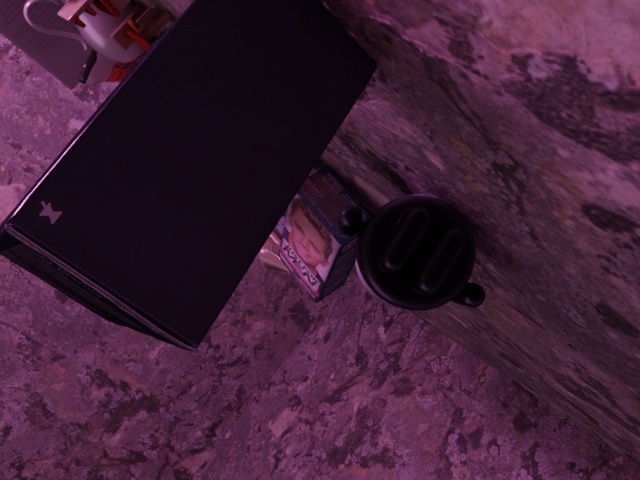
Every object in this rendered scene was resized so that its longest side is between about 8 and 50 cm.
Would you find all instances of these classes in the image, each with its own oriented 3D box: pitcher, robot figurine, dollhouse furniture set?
[{"bbox_3d":[-0.472,-0.450,1.163,0.207,0.177,0.126,44,-170,-49],"label":"pitcher"},{"bbox_3d":[0.139,0.026,0.891,0.278,0.173,0.209,97,154,-85],"label":"robot figurine"},{"bbox_3d":[-0.328,-0.368,1.050,0.262,0.135,0.259,36,175,43],"label":"dollhouse furniture set"}]

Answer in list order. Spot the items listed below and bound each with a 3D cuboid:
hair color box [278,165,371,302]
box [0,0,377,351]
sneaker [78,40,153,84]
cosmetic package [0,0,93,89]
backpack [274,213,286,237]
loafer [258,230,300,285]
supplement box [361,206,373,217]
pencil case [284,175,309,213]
[{"bbox_3d":[0.000,0.000,1.343,0.174,0.105,0.347,50,156,16],"label":"hair color box"},{"bbox_3d":[-0.161,-0.086,0.613,0.179,0.343,0.312,40,159,-24],"label":"box"},{"bbox_3d":[-0.442,-0.406,1.333,0.145,0.090,0.270,36,-145,-16],"label":"sneaker"},{"bbox_3d":[-0.724,-0.606,1.377,0.161,0.230,0.453,38,175,29],"label":"cosmetic package"},{"bbox_3d":[-0.007,-0.035,1.652,0.225,0.191,0.253,43,170,-38],"label":"backpack"},{"bbox_3d":[-0.121,0.052,1.639,0.268,0.092,0.102,45,173,34],"label":"loafer"},{"bbox_3d":[0.079,-0.042,1.391,0.083,0.083,0.056,36,174,41],"label":"supplement box"},{"bbox_3d":[-0.132,-0.161,1.184,0.167,0.160,0.386,-5,171,12],"label":"pencil case"}]
